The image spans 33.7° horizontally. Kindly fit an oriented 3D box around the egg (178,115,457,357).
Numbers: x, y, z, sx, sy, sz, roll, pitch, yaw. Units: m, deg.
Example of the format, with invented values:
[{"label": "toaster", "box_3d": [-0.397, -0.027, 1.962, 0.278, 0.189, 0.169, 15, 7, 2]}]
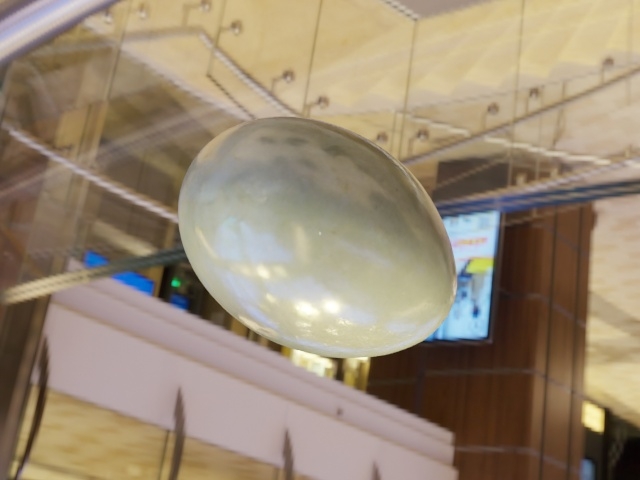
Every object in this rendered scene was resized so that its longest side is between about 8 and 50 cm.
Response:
[{"label": "egg", "box_3d": [0.000, 0.000, 0.538, 0.152, 0.114, 0.114, 28, 155, -8]}]
